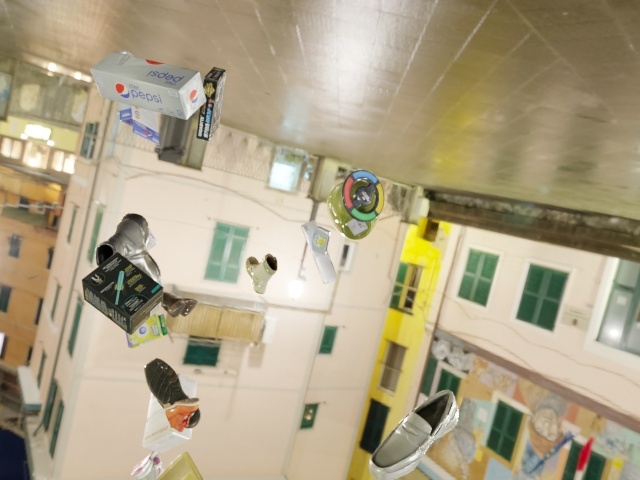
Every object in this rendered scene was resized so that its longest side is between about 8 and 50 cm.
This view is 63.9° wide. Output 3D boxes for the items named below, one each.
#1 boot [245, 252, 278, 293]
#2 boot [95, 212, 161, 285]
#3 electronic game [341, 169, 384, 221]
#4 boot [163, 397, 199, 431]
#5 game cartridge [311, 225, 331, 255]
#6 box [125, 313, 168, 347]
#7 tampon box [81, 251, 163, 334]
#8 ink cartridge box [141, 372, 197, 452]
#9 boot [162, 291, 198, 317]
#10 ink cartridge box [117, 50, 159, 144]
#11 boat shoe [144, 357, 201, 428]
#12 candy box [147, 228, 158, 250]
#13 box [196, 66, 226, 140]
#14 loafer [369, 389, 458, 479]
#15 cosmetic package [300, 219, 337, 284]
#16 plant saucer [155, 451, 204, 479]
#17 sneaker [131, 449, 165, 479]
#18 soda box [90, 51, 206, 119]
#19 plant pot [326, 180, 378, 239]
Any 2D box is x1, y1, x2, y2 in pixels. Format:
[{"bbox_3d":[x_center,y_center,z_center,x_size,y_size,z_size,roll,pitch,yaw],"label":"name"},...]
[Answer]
[{"bbox_3d":[-0.262,0.112,2.298,0.077,0.165,0.213,9,-141,-33],"label":"boot"},{"bbox_3d":[-0.608,0.103,1.602,0.118,0.338,0.223,1,-147,8],"label":"boot"},{"bbox_3d":[0.187,-0.193,2.227,0.229,0.229,0.048,12,170,-32],"label":"electronic game"},{"bbox_3d":[-0.372,0.476,1.401,0.059,0.085,0.158,2,157,-41],"label":"boot"},{"bbox_3d":[0.000,0.000,1.565,0.056,0.083,0.017,28,-150,30],"label":"game cartridge"},{"bbox_3d":[-0.766,0.396,2.261,0.179,0.105,0.043,-21,158,1],"label":"box"},{"bbox_3d":[-0.503,0.135,1.311,0.161,0.101,0.120,36,-130,8],"label":"tampon box"},{"bbox_3d":[-0.675,0.776,2.306,0.117,0.207,0.283,38,-148,-36],"label":"ink cartridge box"},{"bbox_3d":[-0.525,0.220,1.873,0.106,0.082,0.219,35,178,8],"label":"boot"},{"bbox_3d":[-0.686,-0.526,1.930,0.065,0.311,0.186,-10,174,11],"label":"ink cartridge box"},{"bbox_3d":[-0.625,0.640,2.120,0.122,0.324,0.120,-33,-178,-35],"label":"boat shoe"},{"bbox_3d":[-0.701,0.021,1.858,0.070,0.196,0.165,56,167,-31],"label":"candy box"},{"bbox_3d":[-0.385,-0.483,1.814,0.051,0.220,0.175,12,-150,-6],"label":"box"},{"bbox_3d":[0.248,0.506,1.360,0.319,0.111,0.112,-28,-148,-35],"label":"loafer"},{"bbox_3d":[-0.003,0.043,1.954,0.060,0.239,0.099,-22,-179,1],"label":"cosmetic package"},{"bbox_3d":[-0.485,0.965,1.742,0.332,0.333,0.081,41,172,39],"label":"plant saucer"},{"bbox_3d":[-0.682,0.933,2.063,0.111,0.103,0.252,50,169,1],"label":"sneaker"},{"bbox_3d":[-0.450,-0.409,1.345,0.286,0.098,0.091,18,143,18],"label":"soda box"},{"bbox_3d":[0.163,-0.120,2.423,0.274,0.275,0.293,14,-159,-4],"label":"plant pot"}]
